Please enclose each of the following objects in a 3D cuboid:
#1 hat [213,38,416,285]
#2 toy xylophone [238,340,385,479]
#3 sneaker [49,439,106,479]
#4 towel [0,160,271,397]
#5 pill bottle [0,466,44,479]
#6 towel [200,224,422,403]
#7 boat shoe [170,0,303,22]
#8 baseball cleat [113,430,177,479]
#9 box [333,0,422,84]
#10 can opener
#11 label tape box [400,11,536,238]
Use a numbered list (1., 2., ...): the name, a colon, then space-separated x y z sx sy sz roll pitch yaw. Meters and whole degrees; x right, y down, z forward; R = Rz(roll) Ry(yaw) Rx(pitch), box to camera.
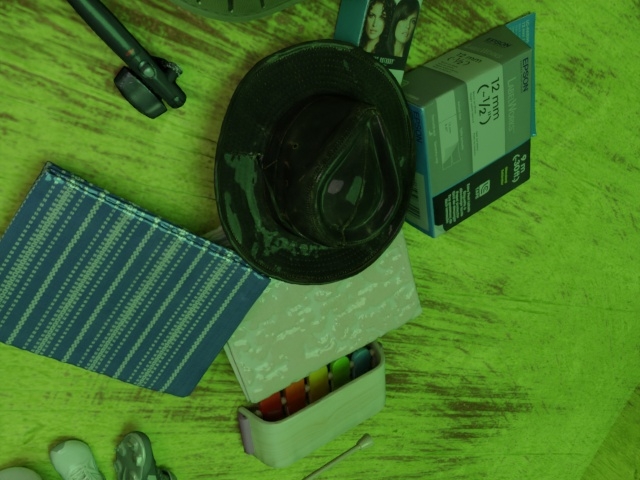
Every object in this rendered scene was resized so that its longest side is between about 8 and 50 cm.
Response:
1. hat: 0.023 -0.092 0.850 0.331 0.134 0.332 -4 100 -23
2. toy xylophone: 0.003 0.325 1.236 0.322 0.081 0.236 -16 124 -31
3. sneaker: -0.351 0.355 0.992 0.053 0.061 0.152 -31 130 -17
4. towel: -0.253 0.069 0.864 0.336 0.040 0.243 28 104 -31
5. pill bottle: -0.405 0.440 0.949 0.131 0.131 0.229 -32 131 -19
6. towel: -0.009 0.071 1.026 0.331 0.053 0.317 -25 125 -12
7. boat shoe: -0.070 -0.330 0.770 0.302 0.103 0.113 -16 137 -32
8. baseball cleat: -0.278 0.375 1.068 0.109 0.072 0.206 -16 130 -47
9. box: 0.064 -0.236 0.961 0.100 0.060 0.244 -5 118 -36
10. can opener: -0.220 -0.215 0.752 0.073 0.059 0.186 -44 135 -7
11. label tape box: 0.274 -0.197 1.116 0.347 0.115 0.249 -29 130 -20
